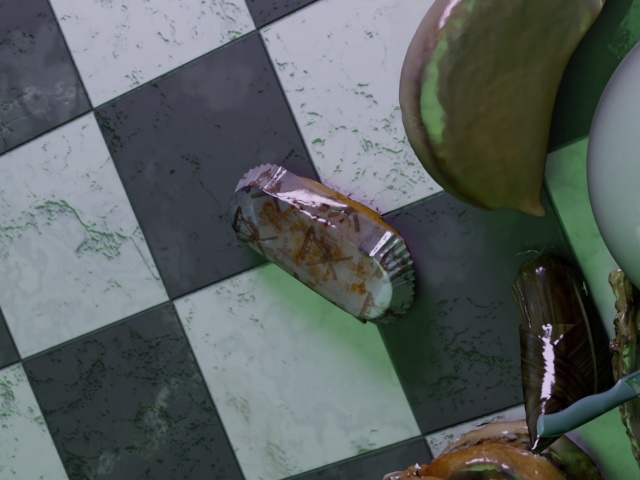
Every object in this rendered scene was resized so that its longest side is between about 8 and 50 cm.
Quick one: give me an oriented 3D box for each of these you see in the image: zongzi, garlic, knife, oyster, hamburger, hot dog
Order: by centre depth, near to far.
[{"bbox_3d":[0.306,0.149,1.624,0.028,0.210,0.015,65,163,9],"label":"knife"},{"bbox_3d":[0.201,-0.201,1.662,0.196,0.151,0.338,24,99,8],"label":"garlic"},{"bbox_3d":[0.228,0.108,1.669,0.084,0.184,0.187,-18,93,32],"label":"zongzi"},{"bbox_3d":[0.373,0.177,1.678,0.129,0.078,0.345,-21,87,-3],"label":"oyster"},{"bbox_3d":[0.190,0.325,1.721,0.260,0.211,0.245,-29,91,33],"label":"hamburger"},{"bbox_3d":[0.000,0.000,1.830,0.253,0.069,0.131,32,122,20],"label":"hot dog"}]

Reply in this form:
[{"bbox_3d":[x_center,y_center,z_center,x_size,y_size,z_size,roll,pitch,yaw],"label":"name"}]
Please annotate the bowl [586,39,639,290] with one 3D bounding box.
[{"bbox_3d":[0.407,-0.067,1.518,0.354,0.185,0.353,2,95,21],"label":"bowl"}]
